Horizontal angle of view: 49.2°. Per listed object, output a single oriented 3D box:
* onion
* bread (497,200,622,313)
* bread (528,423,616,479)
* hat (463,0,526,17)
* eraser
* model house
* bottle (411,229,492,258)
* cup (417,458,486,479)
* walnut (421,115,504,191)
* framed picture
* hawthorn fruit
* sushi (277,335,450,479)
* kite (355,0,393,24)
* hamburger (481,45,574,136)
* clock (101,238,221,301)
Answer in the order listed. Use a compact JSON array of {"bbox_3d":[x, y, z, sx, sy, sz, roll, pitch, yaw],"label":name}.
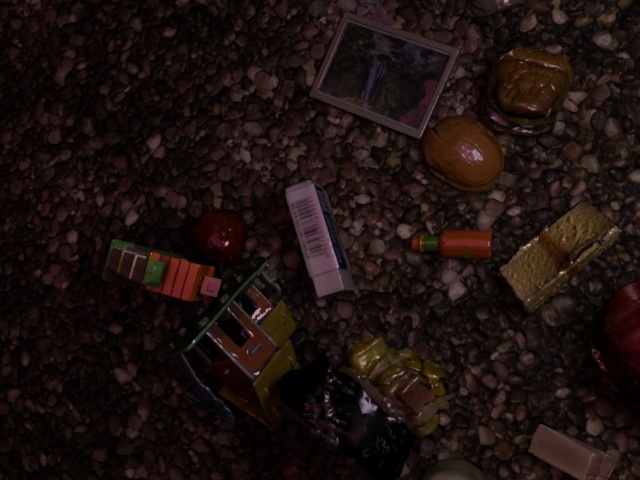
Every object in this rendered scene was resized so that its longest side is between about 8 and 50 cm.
[{"bbox_3d":[0.681,0.218,1.425,0.276,0.276,0.276,-1,85,15],"label":"onion"},{"bbox_3d":[0.533,0.042,1.559,0.266,0.142,0.178,-40,36,10],"label":"bread"},{"bbox_3d":[0.559,0.477,1.560,0.152,0.105,0.077,26,93,48],"label":"bread"},{"bbox_3d":[0.401,-0.615,1.665,0.147,0.085,0.175,-12,83,15],"label":"hat"},{"bbox_3d":[0.000,0.000,1.701,0.081,0.124,0.279,-19,80,14],"label":"eraser"},{"bbox_3d":[-0.186,0.284,1.734,0.323,0.340,0.300,47,56,-9],"label":"model house"},{"bbox_3d":[0.308,0.008,1.648,0.187,0.069,0.069,2,86,17],"label":"bottle"},{"bbox_3d":[0.285,0.619,1.528,0.173,0.202,0.255,0,85,15],"label":"cup"},{"bbox_3d":[0.336,-0.212,1.648,0.211,0.087,0.167,37,93,15],"label":"walnut"},{"bbox_3d":[0.153,-0.412,1.736,0.324,0.020,0.240,27,95,19],"label":"framed picture"},{"bbox_3d":[-0.252,0.006,1.752,0.148,0.148,0.172,-20,63,13],"label":"hawthorn fruit"},{"bbox_3d":[0.106,0.345,1.559,0.329,0.328,0.285,33,80,29],"label":"sushi"},{"bbox_3d":[0.154,-0.601,1.772,0.152,0.005,0.137,-31,77,11],"label":"kite"},{"bbox_3d":[0.471,-0.346,1.603,0.183,0.130,0.206,19,88,13],"label":"hamburger"},{"bbox_3d":[-0.372,0.086,1.689,0.255,0.220,0.106,12,86,52],"label":"clock"}]
